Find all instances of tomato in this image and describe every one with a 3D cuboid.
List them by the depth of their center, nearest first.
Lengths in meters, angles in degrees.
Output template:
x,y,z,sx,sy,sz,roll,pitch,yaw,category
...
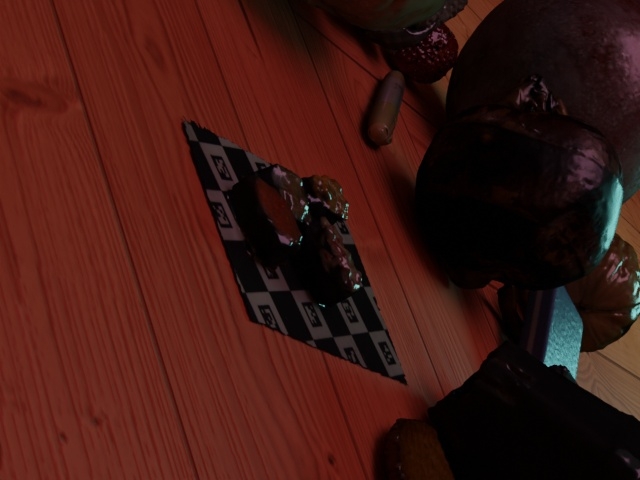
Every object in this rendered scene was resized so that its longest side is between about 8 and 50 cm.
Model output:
x,y,z,sx,sy,sz,roll,pitch,yaw,category
0.316,-0.178,1.830,0.282,0.317,0.317,24,35,-27,tomato

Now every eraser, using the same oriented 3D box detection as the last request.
x,y,z,sx,sy,sz,roll,pitch,yaw,category
0.253,0.123,1.573,0.082,0.036,0.225,59,30,-27,eraser

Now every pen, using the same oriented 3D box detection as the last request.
x,y,z,sx,sy,sz,roll,pitch,yaw,category
0.076,-0.149,1.594,0.233,0.032,0.040,-68,149,-68,pen

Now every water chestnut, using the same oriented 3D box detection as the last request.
x,y,z,sx,sy,sz,roll,pitch,yaw,category
0.214,-0.060,1.521,0.223,0.223,0.238,40,57,-48,water chestnut

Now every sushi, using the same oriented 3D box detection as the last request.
x,y,z,sx,sy,sz,roll,pitch,yaw,category
0.000,0.000,1.146,0.279,0.043,0.193,28,37,-58,sushi

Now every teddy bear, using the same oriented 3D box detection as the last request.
x,y,z,sx,sy,sz,roll,pitch,yaw,category
0.076,-0.276,1.691,0.213,0.133,0.111,-16,121,-53,teddy bear

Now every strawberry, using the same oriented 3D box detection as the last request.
x,y,z,sx,sy,sz,roll,pitch,yaw,category
0.125,-0.238,1.793,0.096,0.083,0.083,-26,86,-39,strawberry

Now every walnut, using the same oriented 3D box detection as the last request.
x,y,z,sx,sy,sz,roll,pitch,yaw,category
0.328,0.057,1.775,0.155,0.155,0.184,60,19,-3,walnut

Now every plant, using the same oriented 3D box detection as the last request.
x,y,z,sx,sy,sz,roll,pitch,yaw,category
0.208,0.209,1.214,0.256,0.164,0.142,52,16,11,plant

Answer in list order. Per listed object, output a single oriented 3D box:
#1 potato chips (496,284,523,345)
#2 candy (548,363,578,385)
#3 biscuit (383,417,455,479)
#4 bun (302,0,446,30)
x,y,z,sx,sy,sz,roll,pitch,yaw,category
0.249,0.125,1.647,0.204,0.037,0.026,57,28,-27,potato chips
0.285,0.260,1.444,0.312,0.088,0.061,53,21,-22,candy
0.087,0.220,1.077,0.126,0.025,0.206,35,30,-54,biscuit
0.004,-0.378,1.445,0.365,0.219,0.365,-19,90,-73,bun
